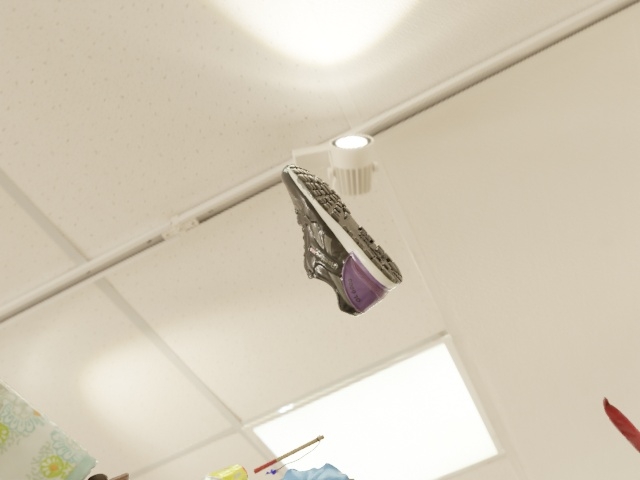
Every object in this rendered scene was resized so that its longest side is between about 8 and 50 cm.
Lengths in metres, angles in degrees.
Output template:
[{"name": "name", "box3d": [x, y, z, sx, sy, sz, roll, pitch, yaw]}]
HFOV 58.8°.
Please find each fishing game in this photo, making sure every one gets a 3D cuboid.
[{"name": "fishing game", "box3d": [-0.025, 0.418, 0.848, 0.189, 0.264, 0.041, -30, -62, 4]}]

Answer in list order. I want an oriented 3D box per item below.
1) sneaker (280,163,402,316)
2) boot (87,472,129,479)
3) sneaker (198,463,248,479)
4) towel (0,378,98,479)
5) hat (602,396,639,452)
[{"name": "sneaker", "box3d": [0.000, 0.000, 0.953, 0.124, 0.283, 0.107, -44, -20, 19]}, {"name": "boot", "box3d": [-0.434, 0.502, 1.183, 0.106, 0.037, 0.114, -39, -24, 23]}, {"name": "sneaker", "box3d": [-0.167, 0.390, 0.813, 0.081, 0.094, 0.208, 50, -58, 12]}, {"name": "towel", "box3d": [-0.679, 0.481, 1.084, 0.320, 0.374, 0.090, 41, -34, -3]}, {"name": "hat", "box3d": [0.341, 0.290, 0.499, 0.184, 0.208, 0.173, 10, -65, 11]}]
